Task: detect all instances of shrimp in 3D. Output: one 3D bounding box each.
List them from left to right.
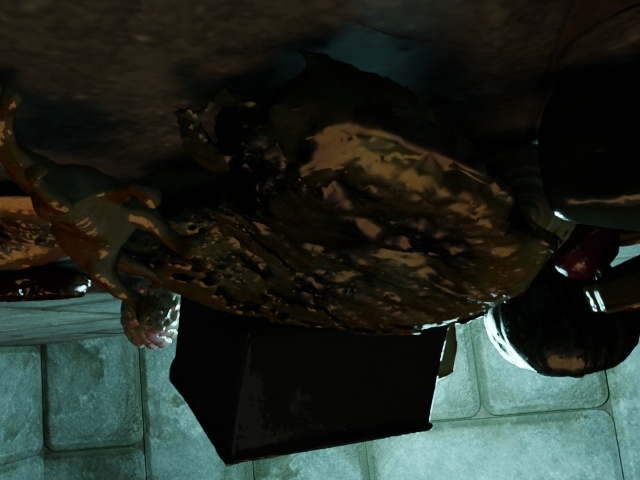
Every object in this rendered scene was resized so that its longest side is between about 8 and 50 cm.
[{"bbox_3d":[-0.280,-0.016,0.552,0.188,0.051,0.132,-8,153,-20],"label":"shrimp"}]

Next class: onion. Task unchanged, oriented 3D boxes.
[{"bbox_3d":[0.416,0.017,1.013,0.107,0.097,0.107,-23,152,-13],"label":"onion"}]

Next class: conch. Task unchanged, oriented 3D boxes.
[{"bbox_3d":[0.150,-0.029,0.566,0.135,0.102,0.153,9,171,1],"label":"conch"}]

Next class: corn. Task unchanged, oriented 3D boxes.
[{"bbox_3d":[-0.313,0.132,1.203,0.127,0.126,0.335,-3,167,-15],"label":"corn"}]

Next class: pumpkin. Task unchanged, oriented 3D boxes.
[{"bbox_3d":[0.490,0.144,1.291,0.293,0.263,0.197,-1,172,1],"label":"pumpkin"}]

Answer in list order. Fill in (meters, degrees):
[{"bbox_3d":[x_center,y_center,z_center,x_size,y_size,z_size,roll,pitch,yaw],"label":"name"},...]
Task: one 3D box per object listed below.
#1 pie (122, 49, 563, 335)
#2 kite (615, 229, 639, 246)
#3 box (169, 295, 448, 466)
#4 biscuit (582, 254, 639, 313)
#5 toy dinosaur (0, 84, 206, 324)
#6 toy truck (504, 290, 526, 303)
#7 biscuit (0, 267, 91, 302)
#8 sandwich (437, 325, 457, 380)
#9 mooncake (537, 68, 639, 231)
[{"bbox_3d":[0.000,0.000,0.490,0.297,0.078,0.371,20,156,-23],"label":"pie"},{"bbox_3d":[0.504,-0.003,1.191,0.378,0.013,0.328,-12,168,37],"label":"kite"},{"bbox_3d":[-0.019,0.163,0.987,0.345,0.204,0.251,-1,-161,-30],"label":"box"},{"bbox_3d":[0.585,0.020,0.979,0.359,0.074,0.381,-19,174,-45],"label":"biscuit"},{"bbox_3d":[-0.154,-0.009,0.412,0.142,0.057,0.212,33,151,-10],"label":"toy dinosaur"},{"bbox_3d":[0.298,0.069,1.206,0.114,0.107,0.252,-5,172,-9],"label":"toy truck"},{"bbox_3d":[-0.421,0.063,0.912,0.192,0.049,0.192,0,173,0],"label":"biscuit"},{"bbox_3d":[0.154,0.180,1.346,0.274,0.248,0.095,-1,171,-27],"label":"sandwich"},{"bbox_3d":[0.220,-0.062,0.383,0.175,0.104,0.168,-6,174,13],"label":"mooncake"}]
